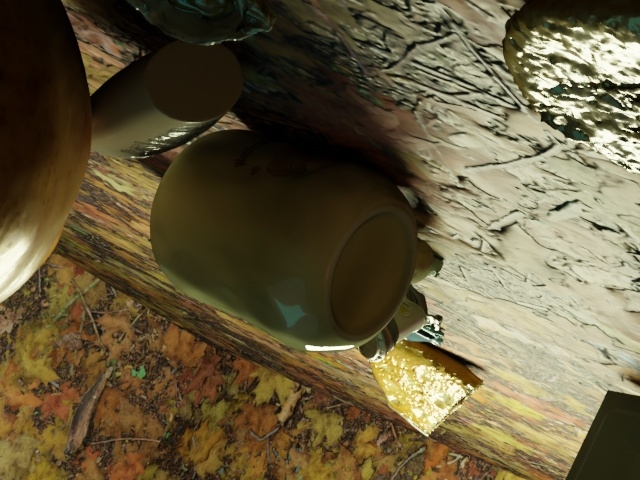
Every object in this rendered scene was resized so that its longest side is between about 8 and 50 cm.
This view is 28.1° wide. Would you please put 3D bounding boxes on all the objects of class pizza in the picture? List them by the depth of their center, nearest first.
[{"bbox_3d":[0.144,0.196,1.974,0.204,0.080,0.188,36,148,9],"label":"pizza"}]

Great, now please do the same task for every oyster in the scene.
[{"bbox_3d":[-0.089,-0.179,0.866,0.098,0.037,0.100,-4,130,36],"label":"oyster"}]

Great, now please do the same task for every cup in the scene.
[{"bbox_3d":[-0.011,0.017,1.194,0.202,0.173,0.255,22,167,36],"label":"cup"}]

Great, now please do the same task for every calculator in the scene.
[{"bbox_3d":[0.125,0.121,1.789,0.094,0.019,0.141,30,168,-15],"label":"calculator"}]

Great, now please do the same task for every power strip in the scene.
[{"bbox_3d":[0.088,0.012,1.356,0.090,0.016,0.040,28,169,-6],"label":"power strip"}]

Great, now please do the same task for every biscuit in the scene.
[{"bbox_3d":[0.196,-0.065,0.675,0.219,0.033,0.220,25,169,5],"label":"biscuit"}]

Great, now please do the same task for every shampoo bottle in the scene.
[{"bbox_3d":[-0.141,-0.113,1.090,0.257,0.127,0.078,-15,95,68],"label":"shampoo bottle"}]

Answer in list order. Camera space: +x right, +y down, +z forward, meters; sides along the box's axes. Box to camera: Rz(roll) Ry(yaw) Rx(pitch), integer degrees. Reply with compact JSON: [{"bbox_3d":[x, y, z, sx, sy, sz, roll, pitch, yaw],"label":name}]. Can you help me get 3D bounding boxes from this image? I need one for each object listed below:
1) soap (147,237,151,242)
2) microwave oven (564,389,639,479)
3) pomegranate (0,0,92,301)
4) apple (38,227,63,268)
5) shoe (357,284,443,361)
[{"bbox_3d":[-0.084,0.026,1.674,0.261,0.094,0.150,29,175,-15],"label":"soap"},{"bbox_3d":[0.433,0.332,1.431,0.295,0.237,0.181,33,168,-20],"label":"microwave oven"},{"bbox_3d":[-0.372,-0.091,0.968,0.411,0.411,0.411,26,170,5],"label":"pomegranate"},{"bbox_3d":[-0.493,-0.074,1.566,0.338,0.338,0.305,22,151,25],"label":"apple"},{"bbox_3d":[0.061,0.045,1.401,0.089,0.092,0.180,93,155,-46],"label":"shoe"}]
